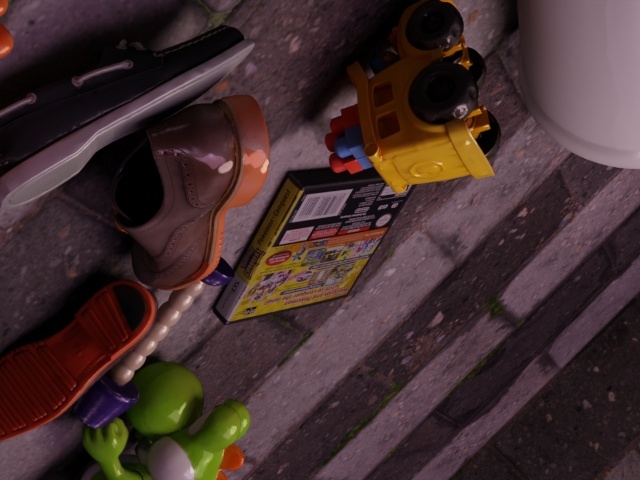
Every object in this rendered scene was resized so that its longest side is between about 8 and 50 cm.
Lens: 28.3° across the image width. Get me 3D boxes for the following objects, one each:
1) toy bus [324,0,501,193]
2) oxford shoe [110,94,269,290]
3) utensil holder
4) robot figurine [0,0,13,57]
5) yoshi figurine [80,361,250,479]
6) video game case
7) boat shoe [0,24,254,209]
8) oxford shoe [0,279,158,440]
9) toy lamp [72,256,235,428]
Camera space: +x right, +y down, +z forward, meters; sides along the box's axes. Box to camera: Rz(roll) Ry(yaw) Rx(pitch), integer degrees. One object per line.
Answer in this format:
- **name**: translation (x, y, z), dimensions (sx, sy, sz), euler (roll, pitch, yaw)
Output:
- **toy bus**: translation (0.098, -0.170, 1.551), dimensions (0.211, 0.220, 0.149), euler (-16, 153, 18)
- **oxford shoe**: translation (-0.171, -0.043, 1.370), dimensions (0.133, 0.130, 0.363), euler (-9, 156, -25)
- **utensil holder**: translation (0.397, -0.325, 1.558), dimensions (0.327, 0.327, 0.385), euler (-39, 150, -10)
- **robot figurine**: translation (-0.350, -0.144, 0.983), dimensions (0.219, 0.128, 0.158), euler (-29, -172, -27)
- **yoshi figurine**: translation (-0.267, 0.297, 1.759), dimensions (0.362, 0.203, 0.203), euler (-37, 120, 15)
- **video game case**: translation (0.000, 0.000, 1.792), dimensions (0.275, 0.035, 0.248), euler (-10, 138, -50)
- **boat shoe**: translation (-0.202, -0.144, 1.228), dimensions (0.302, 0.091, 0.114), euler (-33, 177, -26)
- **oxford shoe**: translation (-0.303, 0.153, 1.529), dimensions (0.271, 0.097, 0.098), euler (-35, 171, 0)
- **toy lamp**: translation (-0.218, 0.127, 1.623), dimensions (0.274, 0.080, 0.080), euler (-49, 153, 12)
